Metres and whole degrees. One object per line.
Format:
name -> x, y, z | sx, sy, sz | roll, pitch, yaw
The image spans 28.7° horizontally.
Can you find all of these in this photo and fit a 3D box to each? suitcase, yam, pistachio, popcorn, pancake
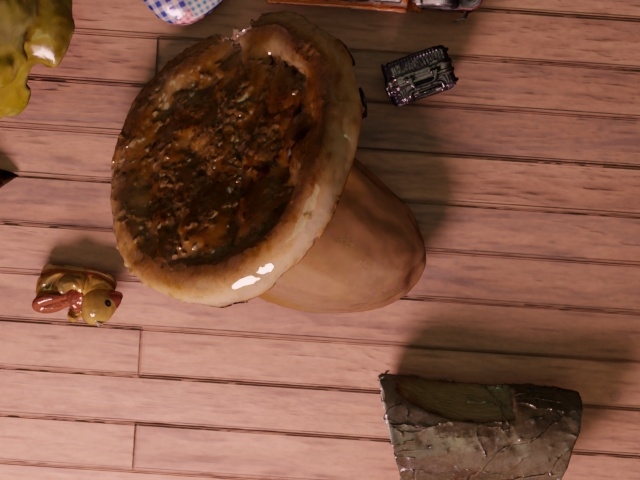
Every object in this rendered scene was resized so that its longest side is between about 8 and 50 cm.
suitcase -> 0.119, -0.203, 1.534 | 0.086, 0.126, 0.059 | -20, 95, 2
yam -> 0.190, 0.247, 1.559 | 0.254, 0.154, 0.154 | 5, 94, -4
pistachio -> 0.000, 0.000, 1.539 | 0.260, 0.163, 0.213 | 38, 113, -15
popcorn -> -0.443, -0.239, 1.486 | 0.250, 0.242, 0.235 | -15, 65, 34
pancake -> -0.109, -0.105, 1.461 | 0.382, 0.071, 0.382 | -18, 57, 30

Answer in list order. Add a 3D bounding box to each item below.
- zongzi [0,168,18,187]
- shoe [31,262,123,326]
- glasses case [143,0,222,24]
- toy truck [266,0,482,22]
zongzi -> -0.436, -0.069, 1.582 | 0.083, 0.067, 0.073 | 28, 86, -19
shoe -> -0.310, 0.072, 1.583 | 0.109, 0.072, 0.069 | 24, 55, -6
glasses case -> -0.238, -0.412, 1.546 | 0.125, 0.076, 0.327 | -41, 93, 5
toy truck -> 0.066, -0.332, 1.528 | 0.270, 0.135, 0.114 | 5, 96, 4
